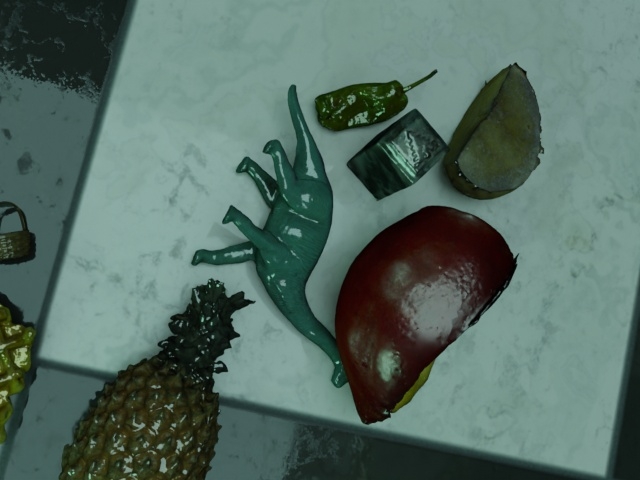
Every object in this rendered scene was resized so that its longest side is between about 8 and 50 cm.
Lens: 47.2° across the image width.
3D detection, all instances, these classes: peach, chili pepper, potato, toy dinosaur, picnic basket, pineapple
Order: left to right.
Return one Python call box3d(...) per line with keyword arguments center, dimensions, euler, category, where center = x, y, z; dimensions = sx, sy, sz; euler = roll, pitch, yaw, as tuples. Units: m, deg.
box3d(center=(-0.456, -0.014, 1.056), dimensions=(0.072, 0.072, 0.083), euler=(-9, 97, -15), category="picnic basket")
box3d(center=(-0.206, 0.225, 1.036), dimensions=(0.202, 0.202, 0.362), euler=(32, 76, -10), category="pineapple")
box3d(center=(0.000, 0.000, 1.168), dimensions=(0.330, 0.129, 0.384), euler=(32, 80, -19), category="toy dinosaur")
box3d(center=(0.092, -0.230, 1.217), dimensions=(0.203, 0.073, 0.072), euler=(-13, 106, -4), category="chili pepper")
box3d(center=(0.132, 0.095, 1.120), dimensions=(0.201, 0.258, 0.362), euler=(39, 85, 11), category="peach")
box3d(center=(0.301, -0.166, 1.251), dimensions=(0.138, 0.098, 0.243), euler=(37, 71, -12), category="potato")

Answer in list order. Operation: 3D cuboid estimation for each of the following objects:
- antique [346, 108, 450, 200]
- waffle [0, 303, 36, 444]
box3d(center=(0.121, -0.133, 1.157), dimensions=(0.088, 0.183, 0.086), euler=(-44, 96, -15), category="antique")
box3d(center=(-0.546, 0.176, 0.981), dimensions=(0.300, 0.058, 0.282), euler=(5, 82, -15), category="waffle")
